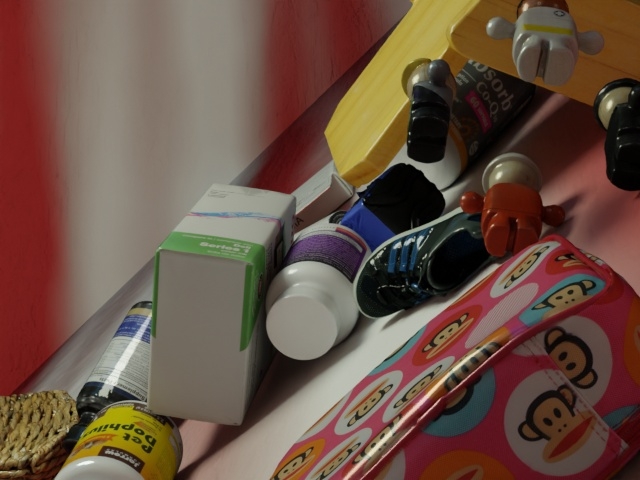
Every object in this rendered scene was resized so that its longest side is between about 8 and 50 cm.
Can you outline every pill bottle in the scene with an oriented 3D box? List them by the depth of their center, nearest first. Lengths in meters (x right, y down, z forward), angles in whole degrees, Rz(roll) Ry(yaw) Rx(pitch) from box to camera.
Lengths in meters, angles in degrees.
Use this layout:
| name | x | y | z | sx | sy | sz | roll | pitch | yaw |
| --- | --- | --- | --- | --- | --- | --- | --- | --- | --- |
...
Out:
| name | x | y | z | sx | sy | sz | roll | pitch | yaw |
| --- | --- | --- | --- | --- | --- | --- | --- | --- | --- |
| pill bottle | -0.226 | 0.267 | 1.549 | 0.117 | 0.117 | 0.215 | -38 | 10 | 16 |
| pill bottle | -0.003 | 0.061 | 1.629 | 0.108 | 0.108 | 0.193 | -37 | 10 | 21 |
| pill bottle | -0.247 | 0.199 | 1.875 | 0.123 | 0.123 | 0.219 | -27 | 30 | 56 |
| pill bottle | 0.195 | -0.209 | 1.918 | 0.278 | 0.162 | 0.162 | -46 | 11 | -25 |

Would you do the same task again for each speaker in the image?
| name | x | y | z | sx | sy | sz | roll | pitch | yaw |
| --- | --- | --- | --- | --- | --- | --- | --- | --- | --- |
| speaker | 0.000 | 0.000 | 2.057 | 0.055 | 0.055 | 0.136 | -47 | 11 | -33 |

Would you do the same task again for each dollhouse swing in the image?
| name | x | y | z | sx | sy | sz | roll | pitch | yaw |
| --- | --- | --- | --- | --- | --- | --- | --- | --- | --- |
| dollhouse swing | 0.211 | -0.181 | 1.652 | 0.347 | 0.315 | 0.304 | -106 | 37 | -72 |

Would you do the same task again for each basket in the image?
| name | x | y | z | sx | sy | sz | roll | pitch | yaw |
| --- | --- | --- | --- | --- | --- | --- | --- | --- | --- |
| basket | -0.422 | 0.360 | 1.983 | 0.214 | 0.223 | 0.299 | -7 | 11 | 0 |

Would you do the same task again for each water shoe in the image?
| name | x | y | z | sx | sy | sz | roll | pitch | yaw |
| --- | --- | --- | --- | --- | --- | --- | --- | --- | --- |
| water shoe | 0.106 | 0.026 | 1.465 | 0.203 | 0.073 | 0.080 | -37 | 13 | 28 |

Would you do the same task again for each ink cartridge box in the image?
| name | x | y | z | sx | sy | sz | roll | pitch | yaw |
| --- | --- | --- | --- | --- | --- | --- | --- | --- | --- |
| ink cartridge box | -0.112 | 0.067 | 1.688 | 0.278 | 0.117 | 0.201 | -62 | -21 | -70 |
| ink cartridge box | -0.065 | -0.013 | 2.366 | 0.275 | 0.060 | 0.239 | -39 | 11 | 11 |

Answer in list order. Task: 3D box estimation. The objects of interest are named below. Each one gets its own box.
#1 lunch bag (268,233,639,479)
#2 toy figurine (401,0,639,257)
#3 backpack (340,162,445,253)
| name | x | y | z | sx | sy | sz | roll | pitch | yaw |
| --- | --- | --- | --- | --- | --- | --- | --- | --- | --- |
| lunch bag | 0.088 | 0.123 | 0.949 | 0.293 | 0.120 | 0.258 | -41 | 9 | 4 |
| toy figurine | 0.195 | -0.115 | 1.330 | 0.213 | 0.209 | 0.148 | -35 | 21 | 26 |
| backpack | 0.086 | -0.034 | 1.742 | 0.101 | 0.098 | 0.120 | -36 | 11 | 49 |
